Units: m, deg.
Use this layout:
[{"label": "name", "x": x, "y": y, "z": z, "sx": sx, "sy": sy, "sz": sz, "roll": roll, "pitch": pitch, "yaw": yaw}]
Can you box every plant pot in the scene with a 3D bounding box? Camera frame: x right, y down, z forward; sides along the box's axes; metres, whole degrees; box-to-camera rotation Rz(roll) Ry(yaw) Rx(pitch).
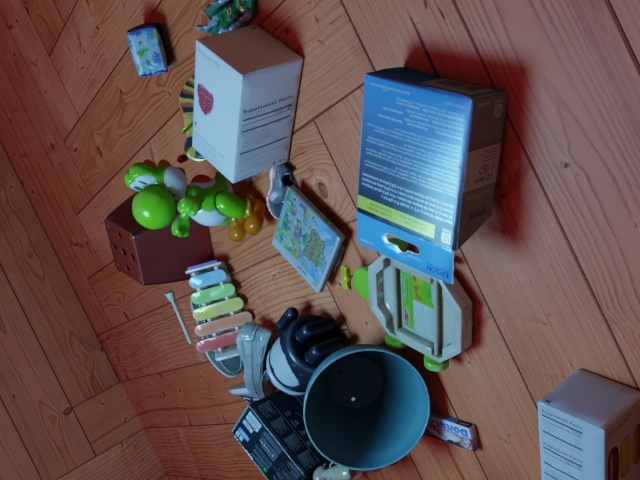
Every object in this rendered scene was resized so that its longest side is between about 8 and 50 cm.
[{"label": "plant pot", "x": 0.097, "y": 0.369, "z": 1.783, "sx": 0.195, "sy": 0.290, "sz": 0.290, "roll": -120, "pitch": 11, "yaw": -79}, {"label": "plant pot", "x": -0.513, "y": -0.008, "z": 2.325, "sx": 0.267, "sy": 0.236, "sz": 0.267, "roll": 24, "pitch": 130, "yaw": 43}]

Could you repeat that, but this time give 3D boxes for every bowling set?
[{"label": "bowling set", "x": 0.094, "y": 0.544, "z": 1.935, "sx": 0.154, "sy": 0.287, "sz": 0.200, "roll": -22, "pitch": 122, "yaw": 38}]

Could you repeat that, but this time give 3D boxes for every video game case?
[{"label": "video game case", "x": -0.035, "y": -0.001, "z": 1.840, "sx": 0.193, "sy": 0.023, "sz": 0.212, "roll": 46, "pitch": 141, "yaw": 23}]

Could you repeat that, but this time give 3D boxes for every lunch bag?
[{"label": "lunch bag", "x": -0.471, "y": -0.526, "z": 2.053, "sx": 0.151, "sy": 0.096, "sz": 0.128, "roll": -121, "pitch": 19, "yaw": -66}]

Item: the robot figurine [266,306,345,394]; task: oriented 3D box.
[{"label": "robot figurine", "x": -0.041, "y": 0.302, "z": 1.964, "sx": 0.174, "sy": 0.209, "sz": 0.278, "roll": 22, "pitch": 145, "yaw": -11}]

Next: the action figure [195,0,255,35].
[{"label": "action figure", "x": -0.214, "y": -0.526, "z": 1.747, "sx": 0.232, "sy": 0.063, "sz": 0.137, "roll": -21, "pitch": 92, "yaw": 52}]

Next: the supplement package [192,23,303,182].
[{"label": "supplement package", "x": -0.177, "y": -0.317, "z": 1.729, "sx": 0.177, "sy": 0.175, "sz": 0.293, "roll": 42, "pitch": 140, "yaw": 30}]

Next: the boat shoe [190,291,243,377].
[{"label": "boat shoe", "x": -0.326, "y": 0.296, "z": 2.395, "sx": 0.091, "sy": 0.109, "sz": 0.305, "roll": -30, "pitch": 84, "yaw": 61}]

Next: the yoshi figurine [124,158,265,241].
[{"label": "yoshi figurine", "x": -0.338, "y": -0.075, "z": 1.929, "sx": 0.203, "sy": 0.362, "sz": 0.203, "roll": -61, "pitch": 27, "yaw": 18}]

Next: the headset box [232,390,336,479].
[{"label": "headset box", "x": -0.050, "y": 0.529, "z": 2.050, "sx": 0.246, "sy": 0.283, "sz": 0.131, "roll": 47, "pitch": 127, "yaw": 21}]

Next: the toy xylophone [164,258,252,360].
[{"label": "toy xylophone", "x": -0.335, "y": 0.218, "z": 2.286, "sx": 0.081, "sy": 0.236, "sz": 0.322, "roll": -95, "pitch": -19, "yaw": -76}]

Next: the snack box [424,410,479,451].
[{"label": "snack box", "x": 0.293, "y": 0.442, "z": 1.755, "sx": 0.178, "sy": 0.022, "sz": 0.064, "roll": 5, "pitch": 115, "yaw": 52}]

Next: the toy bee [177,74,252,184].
[{"label": "toy bee", "x": -0.311, "y": -0.269, "z": 1.926, "sx": 0.195, "sy": 0.162, "sz": 0.298, "roll": 29, "pitch": -137, "yaw": -74}]

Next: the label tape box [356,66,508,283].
[{"label": "label tape box", "x": 0.196, "y": -0.127, "z": 1.392, "sx": 0.249, "sy": 0.115, "sz": 0.347, "roll": 25, "pitch": 125, "yaw": 41}]

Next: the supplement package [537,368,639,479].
[{"label": "supplement package", "x": 0.491, "y": 0.383, "z": 1.352, "sx": 0.134, "sy": 0.139, "sz": 0.244, "roll": 18, "pitch": 127, "yaw": 48}]

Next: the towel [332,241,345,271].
[{"label": "towel", "x": 0.000, "y": 0.000, "z": 1.841, "sx": 0.148, "sy": 0.027, "sz": 0.110, "roll": 46, "pitch": 141, "yaw": 24}]

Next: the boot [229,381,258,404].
[{"label": "boot", "x": -0.230, "y": 0.514, "z": 2.447, "sx": 0.190, "sy": 0.069, "sz": 0.086, "roll": -15, "pitch": 97, "yaw": 54}]

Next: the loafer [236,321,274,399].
[{"label": "loafer", "x": -0.171, "y": 0.375, "z": 2.244, "sx": 0.111, "sy": 0.112, "sz": 0.319, "roll": 8, "pitch": 136, "yaw": 17}]

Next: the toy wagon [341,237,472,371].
[{"label": "toy wagon", "x": 0.184, "y": 0.124, "z": 1.648, "sx": 0.344, "sy": 0.068, "sz": 0.267, "roll": 25, "pitch": 131, "yaw": 43}]

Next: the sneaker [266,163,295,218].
[{"label": "sneaker", "x": -0.092, "y": -0.116, "z": 1.859, "sx": 0.065, "sy": 0.061, "sz": 0.158, "roll": 26, "pitch": 132, "yaw": 33}]
